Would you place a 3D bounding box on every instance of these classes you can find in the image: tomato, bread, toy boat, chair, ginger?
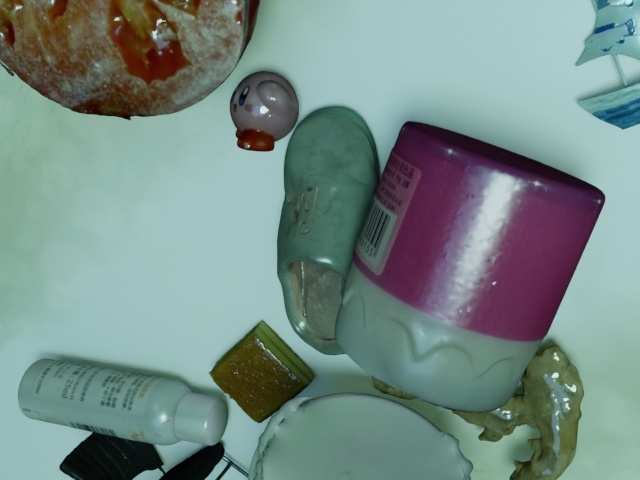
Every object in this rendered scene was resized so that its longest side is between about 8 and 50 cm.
[{"bbox_3d":[-0.174,-0.275,0.601,0.338,0.144,0.338,14,132,16],"label":"tomato"},{"bbox_3d":[-0.068,0.154,0.813,0.090,0.035,0.094,46,119,-2],"label":"bread"},{"bbox_3d":[0.262,-0.166,0.570,0.105,0.034,0.150,2,99,23],"label":"toy boat"},{"bbox_3d":[-0.186,0.303,0.863,0.145,0.140,0.221,-37,92,28],"label":"chair"},{"bbox_3d":[0.149,0.131,0.712,0.258,0.065,0.149,36,108,15],"label":"ginger"}]

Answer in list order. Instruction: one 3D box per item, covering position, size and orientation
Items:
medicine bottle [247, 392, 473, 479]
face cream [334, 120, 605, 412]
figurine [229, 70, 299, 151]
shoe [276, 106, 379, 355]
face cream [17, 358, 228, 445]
[{"bbox_3d":[0.017,0.352,0.736,0.213,0.213,0.379,19,127,13],"label":"medicine bottle"},{"bbox_3d":[0.118,0.018,0.593,0.175,0.175,0.195,23,107,11],"label":"face cream"},{"bbox_3d":[-0.055,-0.127,0.678,0.066,0.083,0.071,1,107,-26],"label":"figurine"},{"bbox_3d":[0.000,0.000,0.679,0.103,0.100,0.251,4,104,26],"label":"shoe"},{"bbox_3d":[-0.242,0.203,0.872,0.268,0.082,0.082,6,113,20],"label":"face cream"}]
